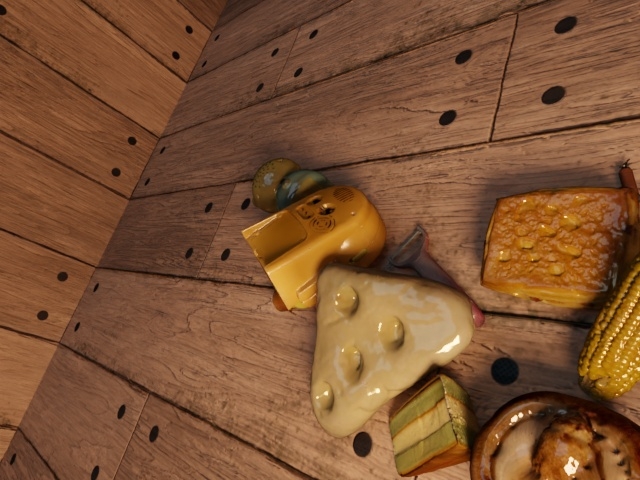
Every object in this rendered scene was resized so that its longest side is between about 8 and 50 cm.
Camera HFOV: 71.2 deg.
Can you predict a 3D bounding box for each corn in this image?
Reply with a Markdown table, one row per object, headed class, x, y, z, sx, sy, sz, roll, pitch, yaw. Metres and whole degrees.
| class | x | y | z | sx | sy | sz | roll | pitch | yaw |
| --- | --- | --- | --- | --- | --- | --- | --- | --- | --- |
| corn | 0.438 | 0.112 | 0.618 | 0.097 | 0.097 | 0.261 | 47 | 126 | 49 |

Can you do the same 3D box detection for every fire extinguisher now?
| class | x | y | z | sx | sy | sz | roll | pitch | yaw |
| --- | --- | --- | --- | --- | --- | --- | --- | --- | --- |
| fire extinguisher | 0.534 | -0.102 | 0.772 | 0.028 | 0.023 | 0.083 | 118 | 162 | -60 |

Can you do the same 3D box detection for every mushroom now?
| class | x | y | z | sx | sy | sz | roll | pitch | yaw |
| --- | --- | --- | --- | --- | --- | --- | --- | --- | --- |
| mushroom | 0.328 | 0.324 | 0.592 | 0.253 | 0.153 | 0.253 | -35 | 37 | 32 |

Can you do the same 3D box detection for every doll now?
| class | x | y | z | sx | sy | sz | roll | pitch | yaw |
| --- | --- | --- | --- | --- | --- | --- | --- | --- | --- |
| doll | -0.095 | -0.147 | 1.322 | 0.261 | 0.162 | 0.177 | 29 | 88 | 48 |

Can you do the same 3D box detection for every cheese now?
| class | x | y | z | sx | sy | sz | roll | pitch | yaw |
| --- | --- | --- | --- | --- | --- | --- | --- | --- | --- |
| cheese | 0.130 | 0.218 | 0.856 | 0.329 | 0.130 | 0.350 | -3 | 79 | 36 |

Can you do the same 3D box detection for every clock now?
| class | x | y | z | sx | sy | sz | roll | pitch | yaw |
| --- | --- | --- | --- | --- | --- | --- | --- | --- | --- |
| clock | 0.000 | 0.000 | 1.085 | 0.317 | 0.200 | 0.244 | -35 | 41 | -4 |

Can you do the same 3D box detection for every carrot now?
| class | x | y | z | sx | sy | sz | roll | pitch | yaw |
| --- | --- | --- | --- | --- | --- | --- | --- | --- | --- |
| carrot | -0.027 | 0.140 | 1.149 | 0.210 | 0.061 | 0.061 | -16 | 54 | 33 |

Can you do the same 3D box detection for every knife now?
| class | x | y | z | sx | sy | sz | roll | pitch | yaw |
| --- | --- | --- | --- | --- | --- | --- | --- | --- | --- |
| knife | 0.232 | 0.081 | 0.932 | 0.123 | 0.053 | 0.278 | -51 | 39 | 14 |

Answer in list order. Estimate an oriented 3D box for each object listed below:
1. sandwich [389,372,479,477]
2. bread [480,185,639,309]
| class | x | y | z | sx | sy | sz | roll | pitch | yaw |
| --- | --- | --- | --- | --- | --- | --- | --- | --- | --- |
| sandwich | 0.168 | 0.321 | 0.763 | 0.187 | 0.144 | 0.117 | -31 | 44 | 27 |
| bread | 0.407 | 0.012 | 0.771 | 0.235 | 0.099 | 0.210 | 2 | 68 | 39 |
